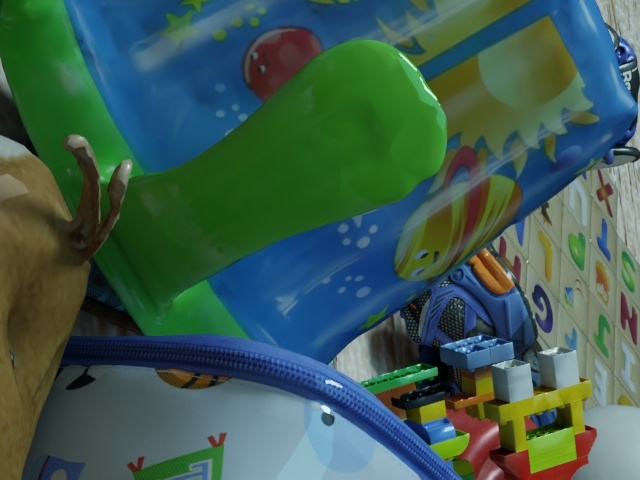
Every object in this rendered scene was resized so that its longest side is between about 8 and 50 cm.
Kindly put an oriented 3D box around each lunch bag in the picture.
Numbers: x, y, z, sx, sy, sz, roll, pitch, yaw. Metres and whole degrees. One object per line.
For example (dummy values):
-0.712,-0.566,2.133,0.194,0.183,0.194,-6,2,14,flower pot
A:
-0.018,0.145,0.664,0.303,0.243,0.115,44,54,-42,lunch bag

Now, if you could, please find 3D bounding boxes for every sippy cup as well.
0.009,-0.069,0.709,0.240,0.224,0.305,53,11,-45,sippy cup

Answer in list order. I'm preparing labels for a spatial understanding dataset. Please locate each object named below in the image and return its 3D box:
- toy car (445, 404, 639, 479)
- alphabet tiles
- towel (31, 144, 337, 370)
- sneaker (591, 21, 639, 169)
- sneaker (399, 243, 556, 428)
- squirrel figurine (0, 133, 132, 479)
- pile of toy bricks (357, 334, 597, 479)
0.155,0.185,0.955,0.219,0.238,0.210,28,52,-52,toy car
0.223,0.027,1.393,0.285,0.011,0.342,49,37,-36,alphabet tiles
-0.068,-0.105,0.932,0.271,0.040,0.370,30,50,-50,towel
0.118,-0.083,1.056,0.315,0.182,0.127,-56,135,-61,sneaker
0.110,0.089,1.105,0.083,0.087,0.221,-117,-178,-48,sneaker
-0.236,-0.015,0.429,0.397,0.281,0.370,-48,128,-42,squirrel figurine
0.040,0.126,0.863,0.212,0.118,0.105,-12,101,-26,pile of toy bricks
